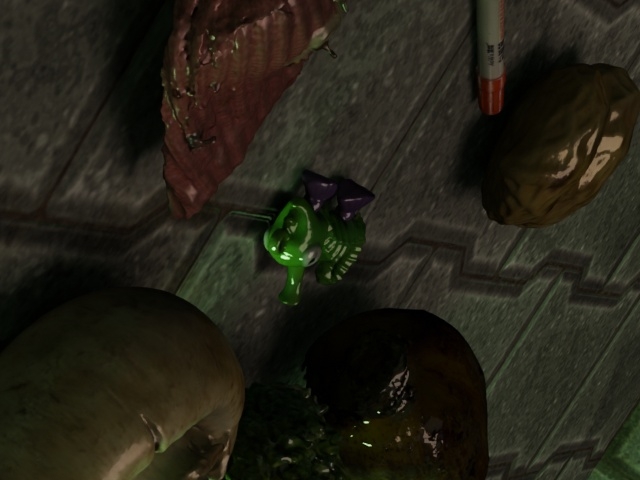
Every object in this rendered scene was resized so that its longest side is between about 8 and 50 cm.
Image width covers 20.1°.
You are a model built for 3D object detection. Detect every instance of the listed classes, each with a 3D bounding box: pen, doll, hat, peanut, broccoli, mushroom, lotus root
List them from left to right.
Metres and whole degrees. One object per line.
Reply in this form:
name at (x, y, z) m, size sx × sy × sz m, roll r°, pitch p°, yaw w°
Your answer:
mushroom at (-0.131, 0.131, 1.246) m, size 0.253 × 0.195 × 0.189 m, roll -12°, pitch 130°, yaw -65°
broccoli at (-0.065, 0.282, 1.508) m, size 0.249 × 0.302 × 0.375 m, roll -21°, pitch 180°, yaw -12°
hat at (-0.032, -0.153, 1.145) m, size 0.237 × 0.107 × 0.286 m, roll -58°, pitch 166°, yaw -20°
doll at (0.000, 0.000, 1.529) m, size 0.115 × 0.050 × 0.190 m, roll -62°, pitch 160°, yaw 9°
lotus root at (0.081, 0.178, 1.750) m, size 0.179 × 0.196 × 0.397 m, roll -20°, pitch 156°, yaw 4°
pen at (0.151, -0.183, 1.601) m, size 0.028 × 0.028 × 0.239 m, roll -47°, pitch 157°, yaw -19°
peanut at (0.237, -0.092, 1.809) m, size 0.197 × 0.110 × 0.233 m, roll -55°, pitch 159°, yaw 16°
